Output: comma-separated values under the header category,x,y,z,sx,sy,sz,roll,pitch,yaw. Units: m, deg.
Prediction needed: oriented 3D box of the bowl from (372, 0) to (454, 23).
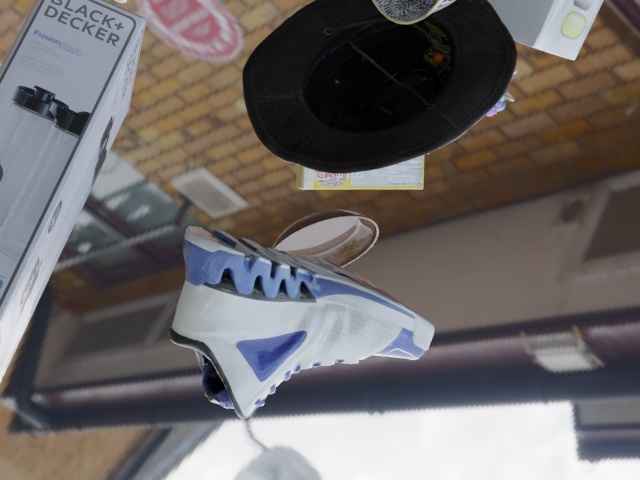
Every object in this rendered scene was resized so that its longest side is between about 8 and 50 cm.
category,x,y,z,sx,sy,sz,roll,pitch,yaw
bowl,0.121,-0.312,1.310,0.170,0.080,0.170,11,-77,56

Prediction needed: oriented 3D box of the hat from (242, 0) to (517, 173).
category,x,y,z,sx,sy,sz,roll,pitch,yaw
hat,0.074,-0.174,1.508,0.331,0.134,0.331,-5,-126,7

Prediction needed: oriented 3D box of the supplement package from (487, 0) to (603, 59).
category,x,y,z,sx,sy,sz,roll,pitch,yaw
supplement package,0.312,-0.379,1.770,0.203,0.149,0.194,-6,122,-62

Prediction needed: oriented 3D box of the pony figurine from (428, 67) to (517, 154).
category,x,y,z,sx,sy,sz,roll,pitch,yaw
pony figurine,0.158,-0.310,2.301,0.351,0.363,0.302,-43,160,29

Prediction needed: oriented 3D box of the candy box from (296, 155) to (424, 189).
category,x,y,z,sx,sy,sz,roll,pitch,yaw
candy box,0.062,-0.129,1.853,0.027,0.205,0.105,-159,-110,-62

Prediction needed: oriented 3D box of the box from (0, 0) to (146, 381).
category,x,y,z,sx,sy,sz,roll,pitch,yaw
box,-0.241,-0.047,1.013,0.169,0.087,0.290,121,-10,-63

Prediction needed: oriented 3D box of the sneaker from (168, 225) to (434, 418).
category,x,y,z,sx,sy,sz,roll,pitch,yaw
sneaker,-0.045,0.108,1.395,0.127,0.315,0.182,35,-76,57

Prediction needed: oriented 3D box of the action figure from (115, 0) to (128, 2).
category,x,y,z,sx,sy,sz,roll,pitch,yaw
action figure,-0.272,-0.333,1.421,0.063,0.232,0.137,4,-100,47

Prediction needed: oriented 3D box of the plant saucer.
category,x,y,z,sx,sy,sz,roll,pitch,yaw
plant saucer,0.000,0.000,2.110,0.198,0.198,0.036,-36,-121,29
